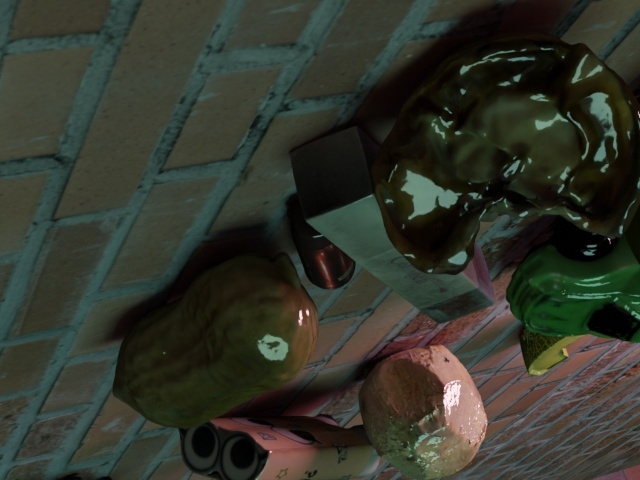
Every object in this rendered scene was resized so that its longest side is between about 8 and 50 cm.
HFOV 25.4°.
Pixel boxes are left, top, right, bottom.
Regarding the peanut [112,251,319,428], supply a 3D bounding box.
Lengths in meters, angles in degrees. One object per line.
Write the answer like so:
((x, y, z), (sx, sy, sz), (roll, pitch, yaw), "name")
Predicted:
((-0.099, 0.109, 1.503), (0.159, 0.143, 0.291), (10, 148, -38), "peanut")

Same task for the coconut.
((0.145, 0.243, 2.056), (0.194, 0.194, 0.194), (-19, 160, -7), "coconut")

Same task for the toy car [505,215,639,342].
((0.424, 0.041, 1.803), (0.358, 0.176, 0.213), (-15, 158, -14), "toy car")

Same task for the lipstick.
((0.082, -0.005, 1.426), (0.076, 0.080, 0.371), (-20, 156, 17), "lipstick")

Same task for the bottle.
((0.000, 0.000, 1.451), (0.060, 0.060, 0.164), (-21, 160, -1), "bottle")

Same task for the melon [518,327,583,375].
((0.371, 0.137, 2.169), (0.118, 0.064, 0.209), (2, 148, -45), "melon")

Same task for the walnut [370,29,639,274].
((0.159, -0.089, 1.240), (0.238, 0.204, 0.141), (-12, -157, 4), "walnut")

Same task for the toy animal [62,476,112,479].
((-0.353, 0.417, 2.039), (0.114, 0.146, 0.245), (-34, 155, 35), "toy animal")

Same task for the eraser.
((-0.053, 0.301, 2.049), (0.171, 0.087, 0.290), (14, -177, 37), "eraser")

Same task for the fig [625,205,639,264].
((0.455, -0.028, 1.450), (0.316, 0.316, 0.316), (-19, 160, -7), "fig")
